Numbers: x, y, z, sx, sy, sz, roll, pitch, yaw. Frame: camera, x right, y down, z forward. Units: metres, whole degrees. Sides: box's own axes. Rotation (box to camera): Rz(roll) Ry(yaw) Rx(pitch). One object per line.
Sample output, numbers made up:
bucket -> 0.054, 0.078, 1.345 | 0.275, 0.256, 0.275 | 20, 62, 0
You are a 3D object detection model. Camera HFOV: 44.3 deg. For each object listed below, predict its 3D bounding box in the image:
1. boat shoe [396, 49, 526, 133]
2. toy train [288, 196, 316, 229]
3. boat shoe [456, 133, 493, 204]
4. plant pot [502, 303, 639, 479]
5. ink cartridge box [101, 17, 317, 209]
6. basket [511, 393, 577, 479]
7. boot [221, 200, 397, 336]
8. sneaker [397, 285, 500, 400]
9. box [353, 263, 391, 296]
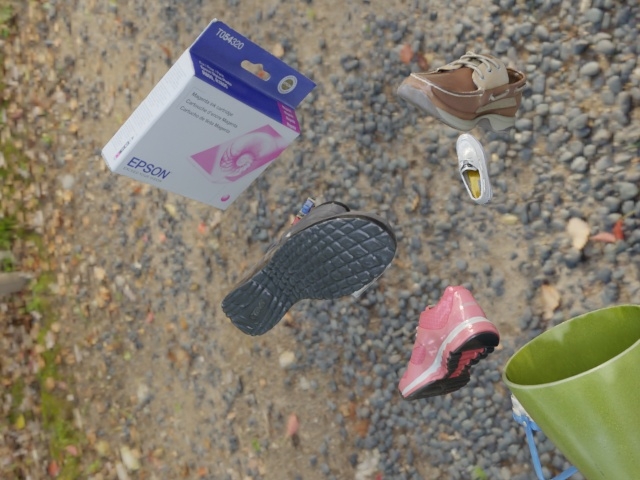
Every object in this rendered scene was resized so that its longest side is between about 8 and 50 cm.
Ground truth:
boat shoe -> 0.231, -0.246, 1.243 | 0.123, 0.324, 0.116 | 36, 114, 25
toy train -> -0.060, -0.045, 2.030 | 0.027, 0.036, 0.158 | 34, 96, 12
boat shoe -> 0.198, -0.096, 1.030 | 0.035, 0.035, 0.100 | -19, 75, 32
plant pot -> 0.506, 0.306, 1.361 | 0.275, 0.275, 0.293 | -22, 98, 49
ink cartridge box -> -0.191, -0.219, 1.499 | 0.330, 0.324, 0.071 | -44, 59, 18
basket -> 0.568, 0.386, 1.802 | 0.288, 0.255, 0.201 | 69, 163, -12
boot -> 0.000, 0.000, 1.198 | 0.338, 0.222, 0.118 | -26, 108, 38
sneaker -> 0.225, 0.194, 1.462 | 0.313, 0.116, 0.136 | 118, 141, -50
box -> 0.052, 0.030, 2.012 | 0.148, 0.127, 0.232 | 52, 169, -21
